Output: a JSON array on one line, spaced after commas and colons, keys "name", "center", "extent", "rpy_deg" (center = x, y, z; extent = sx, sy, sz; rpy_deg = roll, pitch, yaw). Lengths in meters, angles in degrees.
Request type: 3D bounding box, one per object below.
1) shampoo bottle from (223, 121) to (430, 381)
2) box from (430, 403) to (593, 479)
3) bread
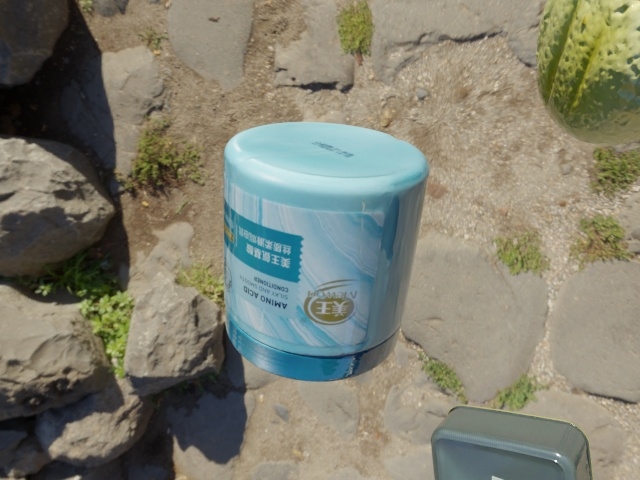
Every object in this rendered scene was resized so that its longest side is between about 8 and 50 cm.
[{"name": "shampoo bottle", "center": [0.000, 0.000, 0.790], "extent": [0.331, 0.331, 0.342], "rpy_deg": [12, 118, 11]}, {"name": "box", "center": [0.261, 0.324, 0.636], "extent": [0.201, 0.090, 0.144], "rpy_deg": [-4, 93, 38]}, {"name": "bread", "center": [0.452, -0.298, 0.658], "extent": [0.237, 0.320, 0.320], "rpy_deg": [-21, 99, -9]}]
